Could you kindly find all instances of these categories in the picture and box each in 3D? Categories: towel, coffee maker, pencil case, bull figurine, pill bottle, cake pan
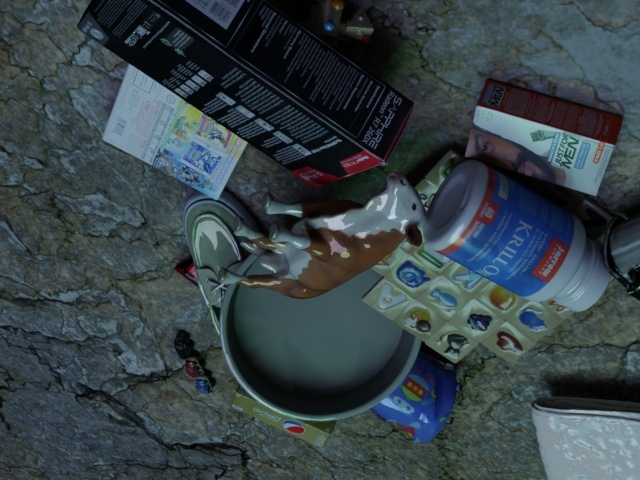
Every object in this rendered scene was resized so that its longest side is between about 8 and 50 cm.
[{"bbox_3d":[0.487,0.386,1.783,0.317,0.053,0.331,1,119,34],"label":"towel"},{"bbox_3d":[0.462,0.006,1.450,0.171,0.120,0.178,16,151,-31],"label":"coffee maker"},{"bbox_3d":[0.078,0.184,1.846,0.306,0.133,0.119,35,-176,-12],"label":"pencil case"},{"bbox_3d":[0.000,0.000,1.538,0.188,0.101,0.310,12,152,-22],"label":"bull figurine"},{"bbox_3d":[0.249,0.001,1.487,0.221,0.124,0.124,26,143,-17],"label":"pill bottle"},{"bbox_3d":[0.000,0.116,1.733,0.293,0.054,0.293,-1,103,-4],"label":"cake pan"}]

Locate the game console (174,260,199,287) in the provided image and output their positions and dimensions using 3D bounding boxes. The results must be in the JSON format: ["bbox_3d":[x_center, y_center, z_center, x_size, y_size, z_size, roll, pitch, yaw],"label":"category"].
[{"bbox_3d":[-0.145,0.061,1.909,0.144,0.085,0.124,38,110,-17],"label":"game console"}]

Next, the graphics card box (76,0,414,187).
[{"bbox_3d":[-0.094,-0.208,1.427,0.371,0.094,0.233,32,165,-15],"label":"graphics card box"}]

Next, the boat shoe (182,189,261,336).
[{"bbox_3d":[-0.129,0.063,1.796,0.109,0.094,0.302,-12,121,13],"label":"boat shoe"}]

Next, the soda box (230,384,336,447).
[{"bbox_3d":[-0.061,0.290,2.093,0.181,0.061,0.058,25,142,1],"label":"soda box"}]

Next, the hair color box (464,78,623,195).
[{"bbox_3d":[0.265,-0.123,1.437,0.167,0.053,0.093,18,143,11],"label":"hair color box"}]

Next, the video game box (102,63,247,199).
[{"bbox_3d":[-0.187,-0.165,1.638,0.187,0.048,0.205,30,142,-4],"label":"video game box"}]

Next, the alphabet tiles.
[{"bbox_3d":[0.218,0.029,1.612,0.285,0.011,0.342,33,128,-12],"label":"alphabet tiles"}]

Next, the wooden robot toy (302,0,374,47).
[{"bbox_3d":[0.014,-0.269,1.403,0.076,0.079,0.173,6,178,-29],"label":"wooden robot toy"}]

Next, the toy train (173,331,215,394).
[{"bbox_3d":[-0.222,0.222,2.121,0.027,0.036,0.158,2,137,26],"label":"toy train"}]
